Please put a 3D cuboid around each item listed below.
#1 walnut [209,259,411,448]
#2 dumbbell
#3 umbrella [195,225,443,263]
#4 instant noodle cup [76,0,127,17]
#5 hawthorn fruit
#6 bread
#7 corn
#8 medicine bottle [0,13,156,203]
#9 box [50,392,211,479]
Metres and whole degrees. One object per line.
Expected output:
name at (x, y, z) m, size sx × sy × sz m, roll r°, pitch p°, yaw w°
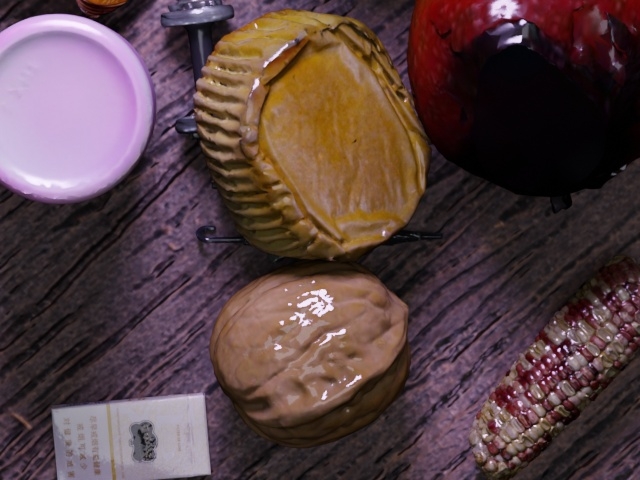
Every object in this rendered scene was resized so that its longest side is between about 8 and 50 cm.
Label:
walnut at (-0.005, 0.114, 1.926) m, size 0.213 × 0.213 × 0.213 m, roll -1°, pitch 96°, yaw -5°
dumbbell at (-0.122, -0.180, 1.938) m, size 0.081 × 0.081 × 0.254 m, roll -8°, pitch 98°, yaw -4°
umbrella at (0.000, 0.003, 1.988) m, size 0.269 × 0.044 × 0.044 m, roll 1°, pitch 126°, yaw -4°
instant noodle cup at (-0.257, -0.352, 1.840) m, size 0.174 × 0.213 × 0.213 m, roll 25°, pitch 93°, yaw 16°
hawthorn fruit at (0.222, -0.189, 1.855) m, size 0.316 × 0.316 × 0.316 m, roll -1°, pitch 96°, yaw -5°
bread at (-0.013, -0.106, 1.885) m, size 0.227 × 0.142 × 0.253 m, roll -38°, pitch 114°, yaw -23°
corn at (0.266, 0.141, 1.999) m, size 0.098 × 0.098 × 0.290 m, roll 40°, pitch 95°, yaw -8°
medicine bottle at (-0.251, -0.132, 1.824) m, size 0.178 × 0.290 × 0.178 m, roll 0°, pitch 95°, yaw -5°
box at (-0.205, 0.216, 1.998) m, size 0.166 × 0.024 × 0.090 m, roll -4°, pitch 96°, yaw -5°
